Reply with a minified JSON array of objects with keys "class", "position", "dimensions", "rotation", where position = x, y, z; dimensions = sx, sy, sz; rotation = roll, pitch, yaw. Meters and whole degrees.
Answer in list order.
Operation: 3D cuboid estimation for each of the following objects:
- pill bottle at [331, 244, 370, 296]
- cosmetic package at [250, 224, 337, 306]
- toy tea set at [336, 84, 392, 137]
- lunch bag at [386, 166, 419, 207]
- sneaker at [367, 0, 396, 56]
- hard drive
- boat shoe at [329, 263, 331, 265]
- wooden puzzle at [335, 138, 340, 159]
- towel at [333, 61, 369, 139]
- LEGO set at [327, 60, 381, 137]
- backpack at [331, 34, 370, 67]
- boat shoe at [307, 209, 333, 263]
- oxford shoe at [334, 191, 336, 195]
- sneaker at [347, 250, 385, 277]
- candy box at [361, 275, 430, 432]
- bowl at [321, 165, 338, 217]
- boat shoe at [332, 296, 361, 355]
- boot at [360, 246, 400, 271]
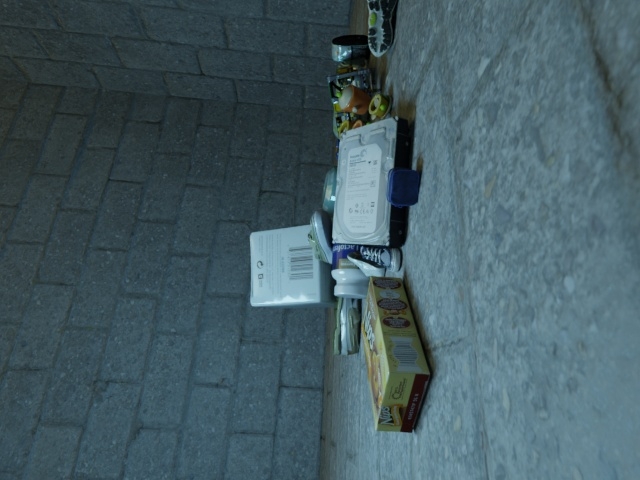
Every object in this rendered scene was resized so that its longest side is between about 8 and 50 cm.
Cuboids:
[{"class":"pill bottle","position":[0.117,0.066,1.417],"dimensions":[0.153,0.154,0.264],"rotation":[106,168,-75]},{"class":"cosmetic package","position":[-0.078,0.137,1.835],"dimensions":[0.394,0.328,0.328],"rotation":[26,-121,-64]},{"class":"toy tea set","position":[0.133,-0.434,1.403],"dimensions":[0.336,0.125,0.199],"rotation":[41,115,60]},{"class":"lunch bag","position":[0.197,-0.126,0.977],"dimensions":[0.065,0.067,0.098],"rotation":[-95,8,-75]},{"class":"sneaker","position":[0.211,-0.793,1.420],"dimensions":[0.118,0.108,0.278],"rotation":[-60,-22,-75]},{"class":"hard drive","position":[0.135,-0.153,1.130],"dimensions":[0.237,0.064,0.337],"rotation":[3,87,53]},{"class":"boat shoe","position":[0.097,0.094,1.694],"dimensions":[0.127,0.158,0.340],"rotation":[-90,6,-58]},{"class":"wooden puzzle","position":[0.147,-0.630,2.564],"dimensions":[0.322,0.081,0.347],"rotation":[-90,5,-56]},{"class":"towel","position":[0.139,-0.642,1.925],"dimensions":[0.320,0.090,0.373],"rotation":[-115,22,-62]},{"class":"LEGO set","position":[0.165,-0.566,1.647],"dimensions":[0.255,0.192,0.330],"rotation":[-46,-50,-65]},{"class":"backpack","position":[0.145,-0.938,2.004],"dimensions":[0.165,0.189,0.144],"rotation":[-90,5,-46]},{"class":"boat shoe","position":[0.000,0.000,1.466],"dimensions":[0.302,0.094,0.109],"rotation":[71,-157,-54]},{"class":"oxford shoe","position":[0.170,-0.133,1.315],"dimensions":[0.130,0.133,0.364],"rotation":[-48,19,0]},{"class":"sneaker","position":[0.142,0.081,1.289],"dimensions":[0.152,0.054,0.061],"rotation":[28,134,43]},{"class":"candy box","position":[0.160,0.247,0.938],"dimensions":[0.316,0.088,0.182],"rotation":[-89,5,-59]},{"class":"bowl","position":[0.098,-0.221,1.862],"dimensions":[0.311,0.163,0.310],"rotation":[-171,90,-86]},{"class":"boat shoe","position":[0.110,0.312,1.649],"dimensions":[0.113,0.104,0.301],"rotation":[142,133,-83]},{"class":"boot","position":[0.165,0.046,1.142],"dimensions":[0.190,0.086,0.069],"rotation":[-115,30,-84]}]
